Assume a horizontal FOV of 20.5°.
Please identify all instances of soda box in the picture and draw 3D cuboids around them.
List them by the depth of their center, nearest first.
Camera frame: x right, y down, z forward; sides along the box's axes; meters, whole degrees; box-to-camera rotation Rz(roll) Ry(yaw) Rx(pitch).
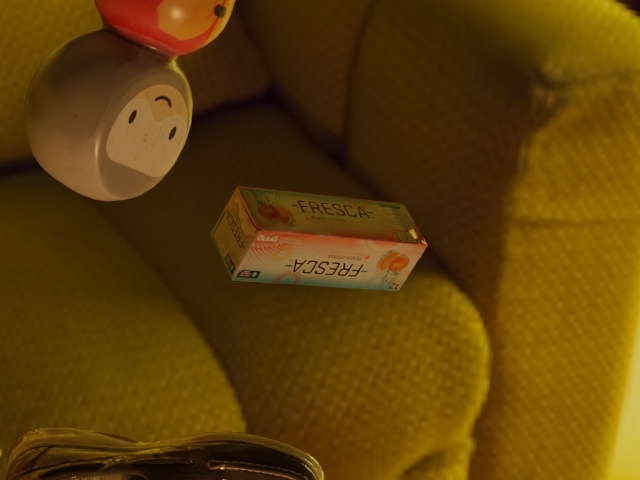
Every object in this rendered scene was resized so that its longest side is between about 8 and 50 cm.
[{"bbox_3d":[0.000,0.000,1.544,0.183,0.063,0.058,6,40,-35],"label":"soda box"}]

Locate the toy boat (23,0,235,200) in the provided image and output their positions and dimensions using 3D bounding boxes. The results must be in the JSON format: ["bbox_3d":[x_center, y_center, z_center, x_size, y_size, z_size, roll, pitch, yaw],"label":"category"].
[{"bbox_3d":[-0.177,-0.131,0.651,0.318,0.148,0.267,22,7,-18],"label":"toy boat"}]

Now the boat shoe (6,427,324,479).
[{"bbox_3d":[-0.110,0.179,1.227,0.223,0.080,0.073,5,30,-2],"label":"boat shoe"}]

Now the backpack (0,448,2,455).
[{"bbox_3d":[-0.497,0.249,1.935,0.253,0.225,0.191,-22,69,10],"label":"backpack"}]
